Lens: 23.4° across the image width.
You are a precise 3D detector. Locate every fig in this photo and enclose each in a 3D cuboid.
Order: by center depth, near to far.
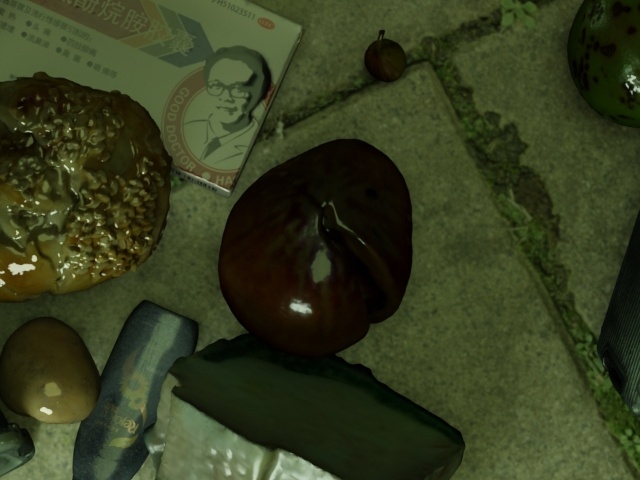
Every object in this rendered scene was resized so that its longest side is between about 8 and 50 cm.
[{"bbox_3d":[0.072,-0.215,1.779,0.050,0.083,0.050,-3,70,9],"label":"fig"}]

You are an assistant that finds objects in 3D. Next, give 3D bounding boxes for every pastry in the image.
[{"bbox_3d":[-0.318,-0.052,1.667,0.311,0.162,0.255,-10,106,7],"label":"pastry"}]

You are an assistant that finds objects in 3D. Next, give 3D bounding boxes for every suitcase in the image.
[{"bbox_3d":[0.415,0.043,1.690,0.128,0.202,0.312,12,109,-9],"label":"suitcase"}]

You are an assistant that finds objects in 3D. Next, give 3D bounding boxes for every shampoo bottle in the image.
[{"bbox_3d":[-0.215,0.186,1.744,0.087,0.049,0.233,24,85,1],"label":"shampoo bottle"}]

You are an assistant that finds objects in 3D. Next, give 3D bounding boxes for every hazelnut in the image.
[{"bbox_3d":[0.000,0.000,1.692,0.217,0.217,0.251,37,64,-2],"label":"hazelnut"}]

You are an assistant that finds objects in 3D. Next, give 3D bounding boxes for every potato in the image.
[{"bbox_3d":[-0.301,0.146,1.700,0.112,0.147,0.112,-12,121,-21],"label":"potato"}]

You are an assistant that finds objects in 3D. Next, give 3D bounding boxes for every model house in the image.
[{"bbox_3d":[-0.043,0.289,1.681,0.298,0.243,0.284,27,111,23],"label":"model house"}]

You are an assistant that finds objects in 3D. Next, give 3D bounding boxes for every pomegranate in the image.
[{"bbox_3d":[0.398,-0.209,1.754,0.263,0.211,0.211,43,84,-21],"label":"pomegranate"}]

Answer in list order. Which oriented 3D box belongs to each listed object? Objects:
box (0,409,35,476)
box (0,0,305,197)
[{"bbox_3d":[-0.432,0.237,1.673,0.227,0.162,0.130,-27,79,-6],"label":"box"},{"bbox_3d":[-0.220,-0.217,1.765,0.353,0.069,0.214,24,85,-5],"label":"box"}]
